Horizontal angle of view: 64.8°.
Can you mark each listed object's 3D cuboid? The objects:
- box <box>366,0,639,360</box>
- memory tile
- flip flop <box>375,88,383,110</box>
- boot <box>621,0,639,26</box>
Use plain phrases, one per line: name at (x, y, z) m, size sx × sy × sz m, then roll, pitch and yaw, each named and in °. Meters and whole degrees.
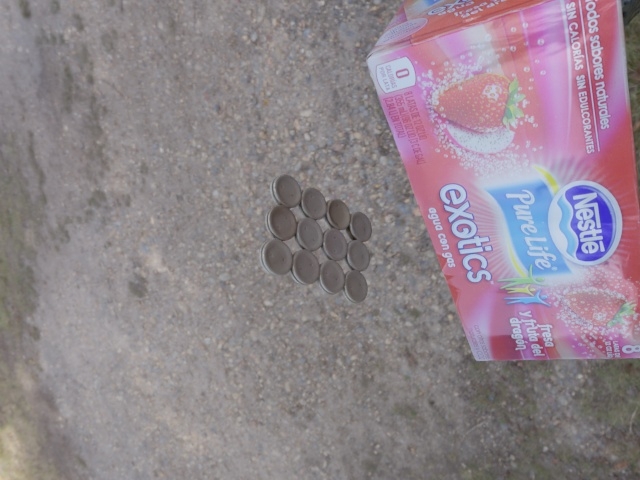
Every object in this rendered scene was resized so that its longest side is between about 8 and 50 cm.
box at (0.166, -0.055, 0.408) m, size 0.142 × 0.154 × 0.299 m, roll -9°, pitch 125°, yaw 28°
memory tile at (0.000, 0.000, 0.540) m, size 0.012 × 0.148 × 0.113 m, roll -19°, pitch 57°, yaw 45°
flip flop at (0.223, -0.207, 0.808) m, size 0.277 × 0.112 × 0.080 m, roll 24°, pitch 139°, yaw 4°
boot at (0.282, -0.442, 0.830) m, size 0.445 × 0.367 × 0.146 m, roll 37°, pitch 154°, yaw 19°
